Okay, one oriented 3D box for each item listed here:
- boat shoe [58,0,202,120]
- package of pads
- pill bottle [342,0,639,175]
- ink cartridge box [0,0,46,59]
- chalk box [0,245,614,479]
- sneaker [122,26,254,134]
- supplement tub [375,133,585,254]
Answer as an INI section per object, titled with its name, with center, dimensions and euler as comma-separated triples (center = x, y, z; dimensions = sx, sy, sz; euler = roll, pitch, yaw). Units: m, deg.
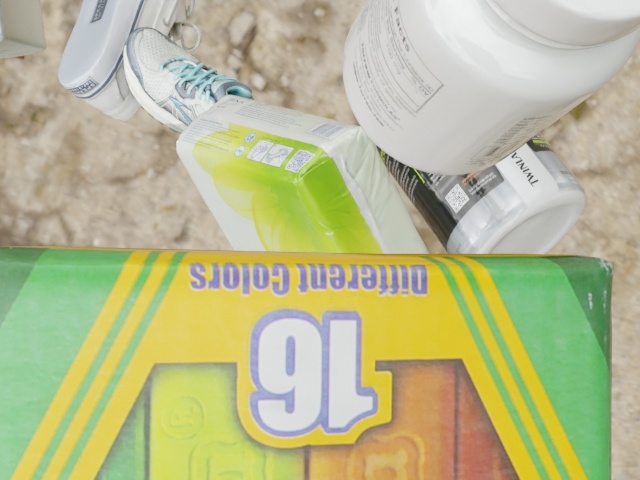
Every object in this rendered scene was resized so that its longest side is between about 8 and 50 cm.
[boat shoe]
center = -0.239, -0.325, 1.794
dimensions = 0.136, 0.156, 0.367
euler = -12, 52, 37
[package of pads]
center = 0.000, 0.000, 1.264
dimensions = 0.101, 0.296, 0.229
euler = -43, 35, -22
[pill bottle]
center = 0.100, -0.125, 0.682
dimensions = 0.131, 0.229, 0.131
euler = 3, 77, -13
[ink cartridge box]
center = -0.266, -0.286, 1.017
dimensions = 0.060, 0.239, 0.275
euler = -7, 95, 4
[chalk box]
center = -0.029, 0.148, 0.389
dimensions = 0.180, 0.179, 0.288
euler = 0, 88, -17
[sneaker]
center = -0.139, -0.183, 1.616
dimensions = 0.283, 0.110, 0.122
euler = 48, 146, 9
[supplement tub]
center = 0.190, -0.118, 1.682
dimensions = 0.193, 0.193, 0.316
euler = -41, 65, 15
